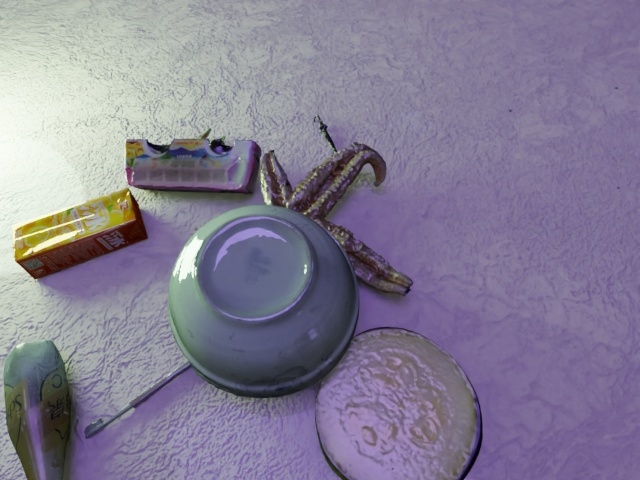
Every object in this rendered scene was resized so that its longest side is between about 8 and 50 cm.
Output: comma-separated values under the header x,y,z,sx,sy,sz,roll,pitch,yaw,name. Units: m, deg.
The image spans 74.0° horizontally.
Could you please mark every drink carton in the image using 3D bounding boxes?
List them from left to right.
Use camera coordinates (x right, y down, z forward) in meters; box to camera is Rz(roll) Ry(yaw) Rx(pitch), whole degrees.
x,y,z,sx,sy,sz,roll,pitch,yaw,name
-0.466,-0.016,0.833,0.223,0.071,0.096,-22,59,-13,drink carton

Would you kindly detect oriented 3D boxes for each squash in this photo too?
x,y,z,sx,sy,sz,roll,pitch,yaw,name
0.118,0.261,0.653,0.252,0.049,0.252,0,56,-1,squash

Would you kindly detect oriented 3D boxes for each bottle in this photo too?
x,y,z,sx,sy,sz,roll,pitch,yaw,name
-0.415,0.280,0.631,0.083,0.083,0.269,-22,59,-12,bottle

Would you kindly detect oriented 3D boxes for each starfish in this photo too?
x,y,z,sx,sy,sz,roll,pitch,yaw,name
0.000,0.000,0.801,0.324,0.082,0.432,1,61,0,starfish

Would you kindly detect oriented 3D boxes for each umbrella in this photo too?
x,y,z,sx,sy,sz,roll,pitch,yaw,name
0.017,-0.247,0.997,0.022,0.022,0.148,-44,57,24,umbrella

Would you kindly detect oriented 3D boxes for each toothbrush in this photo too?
x,y,z,sx,sy,sz,roll,pitch,yaw,name
-0.287,0.251,0.687,0.194,0.014,0.017,-32,61,-17,toothbrush

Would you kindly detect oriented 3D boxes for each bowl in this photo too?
x,y,z,sx,sy,sz,roll,pitch,yaw,name
-0.090,0.071,0.648,0.307,0.163,0.307,-1,62,1,bowl

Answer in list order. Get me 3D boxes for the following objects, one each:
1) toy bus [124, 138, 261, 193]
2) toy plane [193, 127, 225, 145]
x,y,z,sx,sy,sz,roll,pitch,yaw,name
-0.266,-0.159,0.897,0.274,0.090,0.112,2,87,5,toy bus
-0.269,-0.214,0.971,0.111,0.040,0.102,-11,56,-4,toy plane
